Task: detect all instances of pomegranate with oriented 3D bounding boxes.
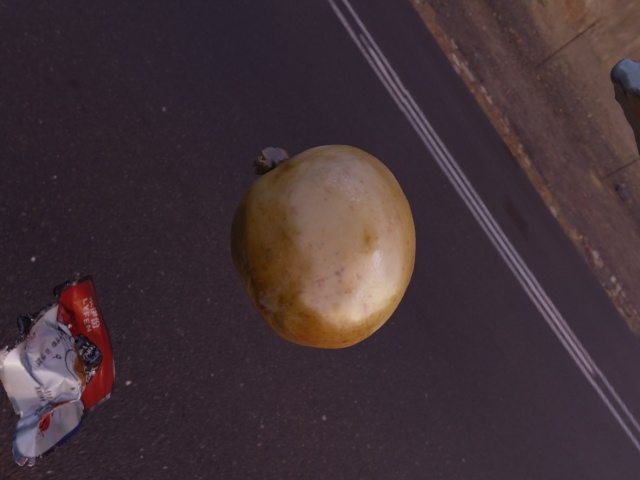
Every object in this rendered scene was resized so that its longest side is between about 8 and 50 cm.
[{"bbox_3d":[0.006,0.015,0.674,0.307,0.307,0.307,26,46,-31],"label":"pomegranate"}]

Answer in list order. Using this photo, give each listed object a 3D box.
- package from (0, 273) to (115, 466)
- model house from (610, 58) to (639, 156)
[{"bbox_3d":[-0.321,0.154,0.587,0.071,0.269,0.194,1,96,-12],"label":"package"},{"bbox_3d":[0.352,0.015,0.229,0.267,0.194,0.325,41,27,-33],"label":"model house"}]
